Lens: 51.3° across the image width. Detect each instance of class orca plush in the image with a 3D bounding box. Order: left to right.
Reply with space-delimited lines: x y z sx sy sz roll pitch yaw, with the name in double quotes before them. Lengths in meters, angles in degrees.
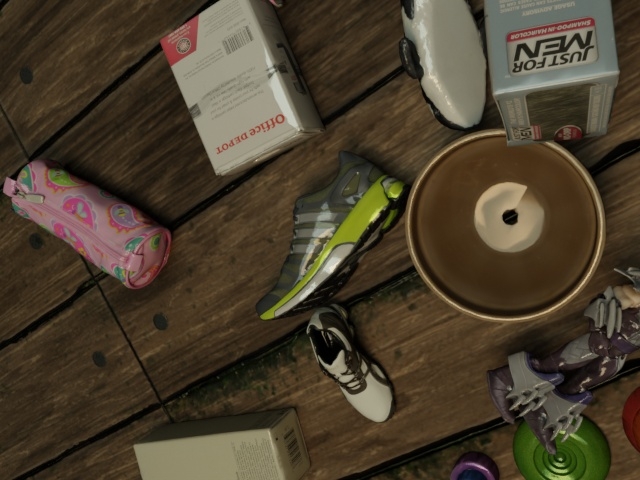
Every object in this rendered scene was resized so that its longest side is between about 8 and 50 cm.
"orca plush" 0.121 -0.275 0.850 0.287 0.151 0.102 55 158 -20

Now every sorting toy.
"sorting toy" 0.329 0.292 0.854 0.365 0.126 0.127 -25 90 24

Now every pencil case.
"pencil case" -0.385 -0.032 1.107 0.284 0.124 0.124 30 110 15

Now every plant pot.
"plant pot" 0.235 -0.024 0.845 0.237 0.110 0.237 5 102 23

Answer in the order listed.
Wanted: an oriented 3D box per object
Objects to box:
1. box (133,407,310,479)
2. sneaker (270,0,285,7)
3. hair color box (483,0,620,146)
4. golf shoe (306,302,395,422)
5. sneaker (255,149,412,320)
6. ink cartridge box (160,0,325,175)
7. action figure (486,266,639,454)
"box" -0.164 0.355 1.096 0.275 0.094 0.113 -12 94 25
"sneaker" -0.065 -0.395 0.946 0.057 0.047 0.119 -15 95 14
"hair color box" 0.228 -0.307 0.697 0.113 0.185 0.374 -5 81 20
"golf shoe" 0.036 0.192 0.981 0.077 0.094 0.198 -34 87 24
"sneaker" 0.000 0.000 0.966 0.300 0.111 0.121 -49 69 17
"ink cartridge box" -0.111 -0.223 0.968 0.158 0.092 0.218 -23 88 25
"action figure" 0.344 0.133 0.800 0.185 0.099 0.285 29 119 -26
